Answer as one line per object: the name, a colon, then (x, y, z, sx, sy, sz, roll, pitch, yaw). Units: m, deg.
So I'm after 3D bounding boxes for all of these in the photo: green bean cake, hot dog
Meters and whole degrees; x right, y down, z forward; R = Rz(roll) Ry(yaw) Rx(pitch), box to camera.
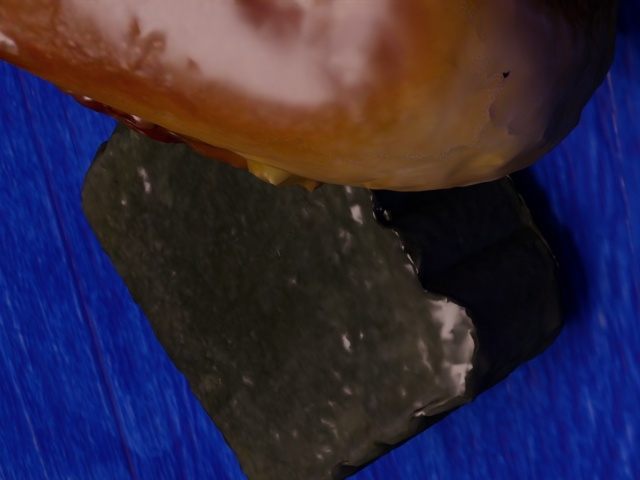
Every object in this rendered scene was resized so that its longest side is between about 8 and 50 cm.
green bean cake: (0.000, 0.000, 0.812, 0.183, 0.094, 0.185, 59, 147, 8)
hot dog: (-0.068, -0.191, 0.624, 0.223, 0.185, 0.405, -19, 98, 20)
